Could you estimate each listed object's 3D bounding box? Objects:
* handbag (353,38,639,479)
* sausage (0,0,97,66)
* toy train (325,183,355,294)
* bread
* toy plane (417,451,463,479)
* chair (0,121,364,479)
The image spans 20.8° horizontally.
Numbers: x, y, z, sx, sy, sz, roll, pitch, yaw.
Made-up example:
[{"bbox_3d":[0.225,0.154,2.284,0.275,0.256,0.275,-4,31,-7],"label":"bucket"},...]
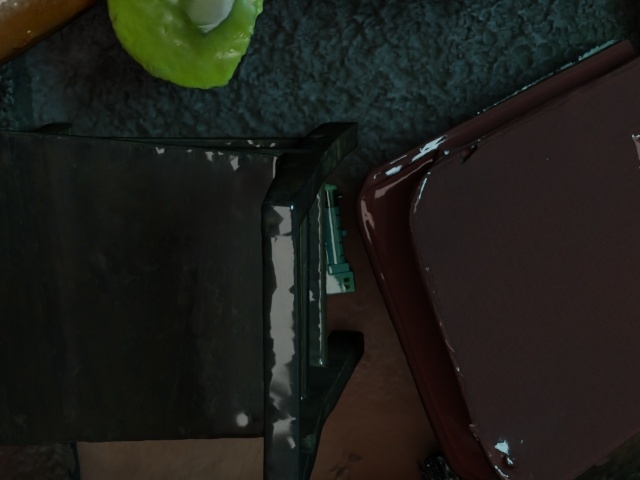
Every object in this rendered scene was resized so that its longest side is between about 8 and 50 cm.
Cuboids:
[{"bbox_3d":[0.177,0.016,1.239,0.275,0.084,0.260,-27,104,-26],"label":"handbag"},{"bbox_3d":[-0.301,-0.134,1.234,0.348,0.094,0.097,-30,86,3],"label":"sausage"},{"bbox_3d":[0.000,0.000,1.305,0.045,0.029,0.092,-8,98,-10],"label":"toy train"},{"bbox_3d":[-0.092,-0.178,1.227,0.111,0.114,0.129,30,96,-7],"label":"bread"},{"bbox_3d":[0.101,0.204,1.332,0.031,0.049,0.121,-19,116,0],"label":"toy plane"},{"bbox_3d":[-0.107,0.034,1.090,0.240,0.416,0.203,2,99,6],"label":"chair"}]
